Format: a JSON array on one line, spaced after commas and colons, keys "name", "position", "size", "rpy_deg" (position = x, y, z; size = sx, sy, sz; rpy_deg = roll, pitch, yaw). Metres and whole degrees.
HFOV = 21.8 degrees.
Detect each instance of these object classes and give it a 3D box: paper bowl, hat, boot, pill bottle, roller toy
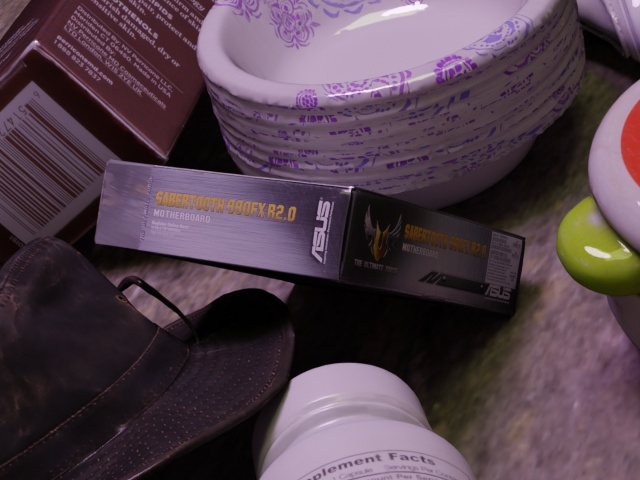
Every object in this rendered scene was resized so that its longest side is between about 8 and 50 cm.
[{"name": "paper bowl", "position": [0.060, -0.125, 1.264], "size": [0.284, 0.148, 0.284], "rpy_deg": [-12, 32, 8]}, {"name": "hat", "position": [-0.172, 0.077, 0.993], "size": [0.331, 0.134, 0.331], "rpy_deg": [-30, 12, 7]}, {"name": "boot", "position": [0.203, -0.192, 1.366], "size": [0.123, 0.095, 0.258], "rpy_deg": [-20, 24, 7]}, {"name": "pill bottle", "position": [0.029, 0.167, 0.856], "size": [0.131, 0.131, 0.229], "rpy_deg": [-18, 32, -1]}, {"name": "roller toy", "position": [0.264, -0.010, 0.998], "size": [0.209, 0.146, 0.191], "rpy_deg": [9, 49, 25]}]

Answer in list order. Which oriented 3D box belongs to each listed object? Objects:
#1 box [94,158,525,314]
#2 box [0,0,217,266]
[{"name": "box", "position": [0.000, 0.000, 1.063], "size": [0.183, 0.056, 0.231], "rpy_deg": [8, -3, 34]}, {"name": "box", "position": [-0.173, -0.164, 1.377], "size": [0.191, 0.143, 0.381], "rpy_deg": [-37, 18, 34]}]
